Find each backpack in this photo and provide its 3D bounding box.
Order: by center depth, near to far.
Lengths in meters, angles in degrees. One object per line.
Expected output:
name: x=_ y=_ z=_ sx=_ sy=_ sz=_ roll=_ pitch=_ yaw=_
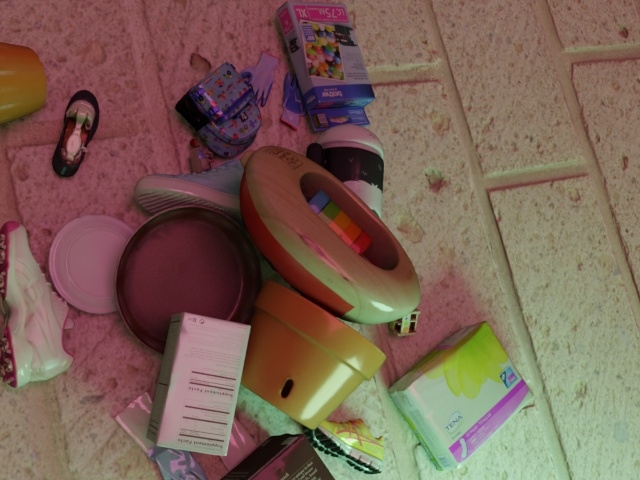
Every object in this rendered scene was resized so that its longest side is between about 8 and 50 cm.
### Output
backpack: x=-0.205 y=-0.279 z=1.733 sx=0.173 sy=0.117 sz=0.158 roll=52 pitch=53 yaw=-8

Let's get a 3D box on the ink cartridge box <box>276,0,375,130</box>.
ink cartridge box: x=0.022 y=-0.423 z=1.903 sx=0.185 sy=0.065 sz=0.311 roll=-11 pitch=82 yaw=-38

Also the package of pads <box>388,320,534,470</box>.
package of pads: x=0.324 y=0.347 z=1.816 sx=0.296 sy=0.101 sz=0.229 roll=-34 pitch=92 yaw=-29

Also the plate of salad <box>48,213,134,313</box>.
plate of salad: x=-0.442 y=0.047 z=1.571 sx=0.199 sy=0.048 sz=0.200 roll=7 pitch=77 yaw=-34

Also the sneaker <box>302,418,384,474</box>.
sneaker: x=0.052 y=0.416 z=1.688 sx=0.208 sy=0.081 sz=0.094 roll=36 pitch=56 yaw=-20

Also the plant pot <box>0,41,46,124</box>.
plant pot: x=-0.639 y=-0.300 z=1.505 sx=0.188 sy=0.205 sz=0.205 roll=-19 pitch=84 yaw=-44

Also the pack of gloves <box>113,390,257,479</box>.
pack of gloves: x=-0.258 y=0.377 z=1.564 sx=0.195 sy=0.046 sz=0.232 roll=-38 pitch=93 yaw=-30

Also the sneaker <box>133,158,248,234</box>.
sneaker: x=-0.217 y=-0.106 z=1.690 sx=0.365 sy=0.135 sz=0.150 roll=11 pitch=55 yaw=-26

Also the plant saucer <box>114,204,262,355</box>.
plant saucer: x=-0.269 y=0.084 z=1.607 sx=0.310 sy=0.050 sz=0.311 roll=-1 pitch=92 yaw=-28

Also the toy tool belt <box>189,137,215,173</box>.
toy tool belt: x=-0.257 y=-0.180 z=1.727 sx=0.051 sy=0.052 sz=0.083 roll=5 pitch=70 yaw=-51

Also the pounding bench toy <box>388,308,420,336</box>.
pounding bench toy: x=0.185 y=0.180 z=1.830 sx=0.052 sy=0.083 sz=0.065 roll=-1 pitch=107 yaw=-23

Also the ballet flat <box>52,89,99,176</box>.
ballet flat: x=-0.493 y=-0.226 z=1.612 sx=0.074 sy=0.074 sz=0.203 roll=18 pitch=68 yaw=-20

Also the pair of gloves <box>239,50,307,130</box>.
pair of gloves: x=-0.101 y=-0.358 z=1.863 sx=0.198 sy=0.023 sz=0.159 roll=27 pitch=65 yaw=-17

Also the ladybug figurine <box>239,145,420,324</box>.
ladybug figurine: x=0.000 y=0.000 z=1.561 sx=0.449 sy=0.162 sz=0.305 roll=45 pitch=27 yaw=1

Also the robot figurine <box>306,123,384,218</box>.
robot figurine: x=0.055 y=-0.125 z=1.788 sx=0.173 sy=0.209 sz=0.278 roll=3 pitch=73 yaw=3

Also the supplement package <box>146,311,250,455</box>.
supplement package: x=-0.233 y=0.270 z=1.500 sx=0.133 sy=0.139 sz=0.244 roll=14 pitch=79 yaw=-18

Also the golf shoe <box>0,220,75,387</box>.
golf shoe: x=-0.540 y=0.115 z=1.480 sx=0.140 sy=0.115 sz=0.306 roll=-3 pitch=84 yaw=-35

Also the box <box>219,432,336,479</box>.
box: x=-0.068 y=0.510 z=1.545 sx=0.167 sy=0.168 sz=0.203 roll=-36 pitch=92 yaw=-29

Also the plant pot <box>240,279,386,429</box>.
plant pot: x=-0.041 y=0.242 z=1.589 sx=0.290 sy=0.291 sz=0.204 roll=35 pitch=80 yaw=-13
